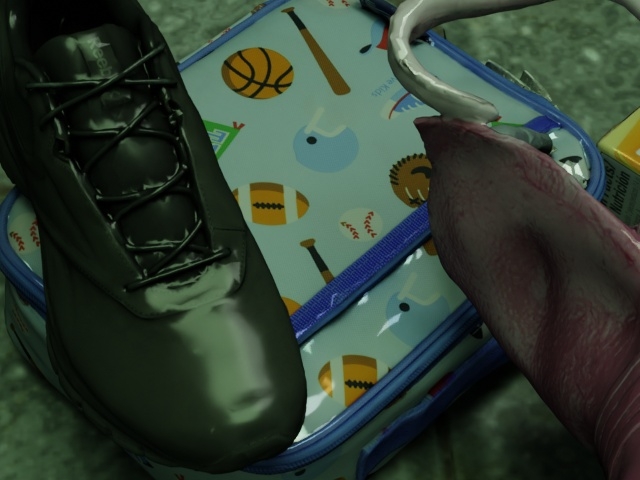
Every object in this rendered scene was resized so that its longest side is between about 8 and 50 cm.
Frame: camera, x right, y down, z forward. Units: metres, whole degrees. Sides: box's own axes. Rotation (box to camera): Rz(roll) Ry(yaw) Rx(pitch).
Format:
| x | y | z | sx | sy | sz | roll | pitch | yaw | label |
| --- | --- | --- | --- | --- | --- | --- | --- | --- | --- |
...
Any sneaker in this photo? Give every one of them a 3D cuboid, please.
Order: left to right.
| x | y | z | sx | sy | sz | roll | pitch | yaw | label |
| --- | --- | --- | --- | --- | --- | --- | --- | --- | --- |
| -0.091 | -0.025 | 0.786 | 0.109 | 0.130 | 0.286 | -22 | 60 | -17 | sneaker |

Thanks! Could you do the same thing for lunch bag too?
| x | y | z | sx | sy | sz | roll | pitch | yaw | label |
| --- | --- | --- | --- | --- | --- | --- | --- | --- | --- |
| 0.000 | 0.000 | 0.920 | 0.243 | 0.115 | 0.303 | 37 | 59 | 24 | lunch bag |

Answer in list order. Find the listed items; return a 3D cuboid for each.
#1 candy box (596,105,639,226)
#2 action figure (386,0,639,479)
| x | y | z | sx | sy | sz | roll | pitch | yaw | label |
| --- | --- | --- | --- | --- | --- | --- | --- | --- | --- |
| 0.321 | 0.005 | 0.937 | 0.316 | 0.087 | 0.183 | 36 | 58 | 26 | candy box |
| 0.172 | 0.066 | 0.690 | 0.248 | 0.275 | 0.370 | -13 | 30 | 6 | action figure |
